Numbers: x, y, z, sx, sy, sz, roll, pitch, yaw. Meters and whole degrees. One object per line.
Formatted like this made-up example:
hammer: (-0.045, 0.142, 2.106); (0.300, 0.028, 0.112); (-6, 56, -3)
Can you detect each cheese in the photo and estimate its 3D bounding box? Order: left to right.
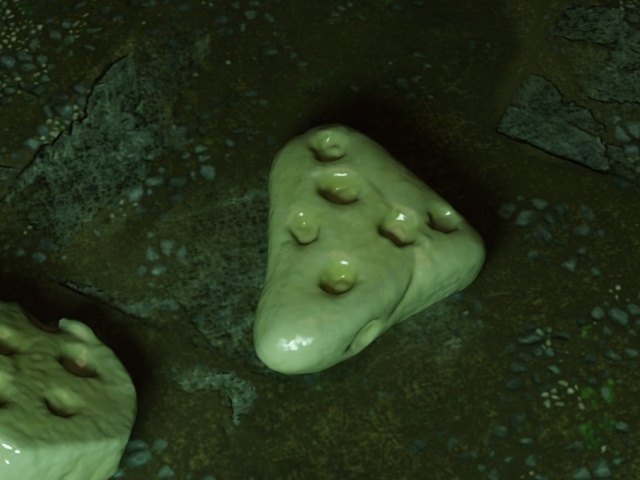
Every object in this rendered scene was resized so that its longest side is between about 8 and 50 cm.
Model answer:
cheese: (-0.383, 0.184, 1.861); (0.326, 0.115, 0.318); (28, 25, -8)
cheese: (0.000, 0.000, 2.078); (0.351, 0.129, 0.328); (-30, 62, -23)
